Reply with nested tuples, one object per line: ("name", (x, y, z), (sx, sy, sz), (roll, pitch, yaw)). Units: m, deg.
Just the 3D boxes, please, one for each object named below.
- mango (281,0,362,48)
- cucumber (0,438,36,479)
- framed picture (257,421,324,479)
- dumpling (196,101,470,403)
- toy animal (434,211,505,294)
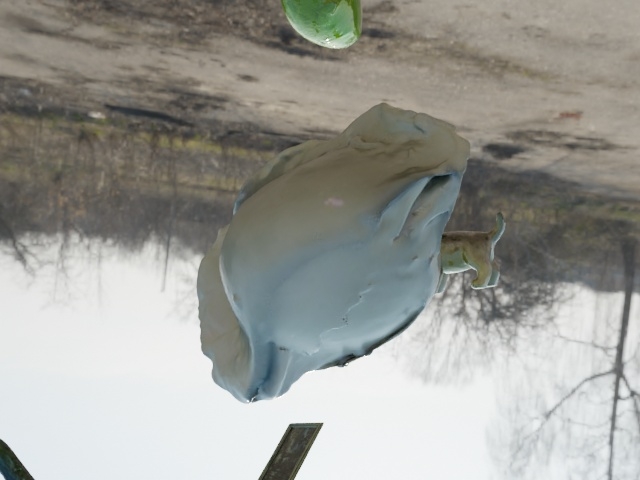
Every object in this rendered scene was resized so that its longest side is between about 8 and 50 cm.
("mango", (0.009, -0.361, 1.090), (0.119, 0.100, 0.178), (-25, 146, 17))
("cucumber", (-0.434, 0.361, 1.041), (0.033, 0.184, 0.036), (-36, -159, -21))
("framed picture", (-0.073, 0.461, 1.490), (0.011, 0.183, 0.142), (42, 150, -17))
("dumpling", (0.000, 0.000, 0.384), (0.108, 0.188, 0.127), (29, -157, -35))
("toy animal", (0.232, 0.025, 1.342), (0.233, 0.169, 0.121), (4, -177, 32))
